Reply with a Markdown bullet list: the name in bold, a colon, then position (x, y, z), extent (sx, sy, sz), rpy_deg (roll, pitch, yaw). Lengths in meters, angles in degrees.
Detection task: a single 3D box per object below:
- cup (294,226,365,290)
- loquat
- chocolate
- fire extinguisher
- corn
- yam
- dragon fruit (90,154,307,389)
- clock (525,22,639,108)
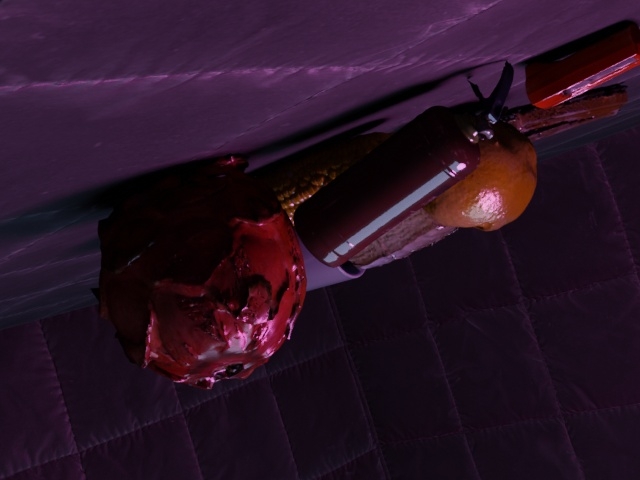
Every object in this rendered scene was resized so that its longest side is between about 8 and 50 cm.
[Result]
- **cup**: position (-0.058, 0.034, 2.418), extent (0.312, 0.206, 0.205), rpy_deg (-19, 177, 30)
- **loquat**: position (0.241, -0.118, 1.549), extent (0.213, 0.213, 0.213), rpy_deg (-18, 177, -1)
- **chocolate**: position (0.462, -0.237, 1.835), extent (0.329, 0.065, 0.102), rpy_deg (-18, 177, -33)
- **fire extinguisher**: position (0.119, -0.106, 1.260), extent (0.344, 0.102, 0.138), rpy_deg (-37, -147, 25)
- **corn**: position (0.004, -0.092, 1.453), extent (0.312, 0.102, 0.102), rpy_deg (-22, 175, 32)
- **yam**: position (0.152, -0.081, 1.784), extent (0.201, 0.202, 0.271), rpy_deg (-42, -170, -34)
- **dragon fruit**: position (-0.161, 0.041, 1.304), extent (0.295, 0.302, 0.296), rpy_deg (-11, 156, -5)
- **clock**: position (0.355, -0.234, 1.278), extent (0.155, 0.061, 0.113), rpy_deg (-23, 175, 27)
